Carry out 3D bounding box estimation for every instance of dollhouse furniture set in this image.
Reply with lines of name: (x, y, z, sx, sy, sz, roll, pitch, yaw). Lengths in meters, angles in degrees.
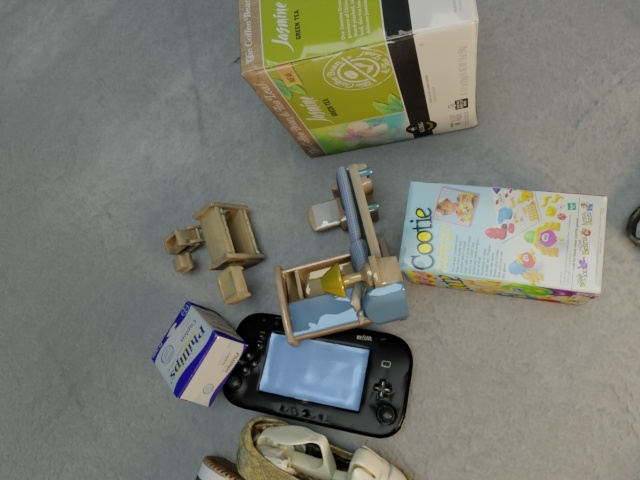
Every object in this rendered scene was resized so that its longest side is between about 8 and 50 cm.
dollhouse furniture set: (-0.190, 0.047, 1.004, 0.161, 0.101, 0.181, -31, 70, 33)
dollhouse furniture set: (0.000, 0.000, 0.804, 0.198, 0.303, 0.286, -15, 68, 5)

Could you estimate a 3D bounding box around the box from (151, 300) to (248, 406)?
box: (-0.214, 0.195, 0.938, 0.137, 0.072, 0.126, 30, 88, 49)

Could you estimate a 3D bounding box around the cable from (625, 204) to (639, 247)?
cable: (0.556, -0.080, 0.835, 0.139, 0.072, 0.287, -1, 64, 33)

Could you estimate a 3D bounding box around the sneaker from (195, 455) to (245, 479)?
sneaker: (-0.106, 0.481, 0.854, 0.282, 0.099, 0.153, 22, 79, 26)

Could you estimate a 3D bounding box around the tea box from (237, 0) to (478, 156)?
tea box: (0.077, -0.313, 0.866, 0.324, 0.329, 0.220, -8, 76, 15)

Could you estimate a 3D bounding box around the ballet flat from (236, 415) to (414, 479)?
ballet flat: (0.025, 0.358, 0.829, 0.349, 0.123, 0.123, 11, 81, 21)

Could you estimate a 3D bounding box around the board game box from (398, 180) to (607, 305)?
board game box: (0.273, 0.006, 0.834, 0.275, 0.142, 0.144, 7, 79, 17)

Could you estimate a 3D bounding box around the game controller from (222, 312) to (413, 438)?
game controller: (-0.008, 0.221, 0.906, 0.319, 0.067, 0.166, 7, 79, 17)
